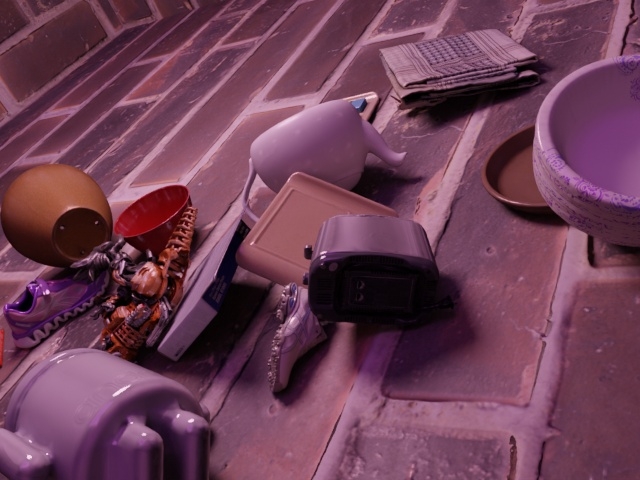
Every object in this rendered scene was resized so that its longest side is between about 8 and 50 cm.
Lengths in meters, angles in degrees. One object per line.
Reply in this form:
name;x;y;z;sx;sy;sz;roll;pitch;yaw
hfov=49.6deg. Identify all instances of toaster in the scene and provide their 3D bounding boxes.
toaster;0.087;0.040;1.056;0.227;0.129;0.146;2;33;0

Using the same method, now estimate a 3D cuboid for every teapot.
teapot;-0.009;-0.148;1.380;0.253;0.187;0.256;-24;0;-34

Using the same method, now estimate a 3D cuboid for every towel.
towel;0.306;-0.409;1.579;0.312;0.056;0.324;-9;34;-1

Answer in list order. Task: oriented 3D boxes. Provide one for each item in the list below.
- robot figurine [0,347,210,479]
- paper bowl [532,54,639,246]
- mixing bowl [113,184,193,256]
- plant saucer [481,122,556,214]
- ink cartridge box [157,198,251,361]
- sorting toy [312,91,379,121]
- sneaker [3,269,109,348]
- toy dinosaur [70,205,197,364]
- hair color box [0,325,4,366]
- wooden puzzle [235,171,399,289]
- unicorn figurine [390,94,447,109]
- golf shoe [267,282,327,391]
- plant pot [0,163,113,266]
robot figurine;-0.299;0.264;0.959;0.354;0.199;0.300;8;5;41
paper bowl;0.449;-0.116;0.984;0.284;0.148;0.284;-7;56;10
mixing bowl;-0.344;-0.030;1.509;0.182;0.098;0.181;-19;32;12
plant saucer;0.414;-0.130;1.178;0.278;0.041;0.277;-19;32;13
ink cartridge box;-0.184;0.068;1.202;0.224;0.045;0.223;-48;16;38
sorting toy;0.031;-0.291;1.678;0.193;0.038;0.208;-8;37;26
sneaker;-0.554;0.115;1.443;0.236;0.104;0.095;-40;33;-23
toy dinosaur;-0.317;0.090;1.270;0.218;0.164;0.322;21;55;44
hair color box;-0.703;0.226;1.443;0.072;0.043;0.141;-31;32;-7
wooden puzzle;0.000;0.000;1.204;0.221;0.044;0.238;23;50;9
unicorn figurine;0.231;-0.336;1.595;0.111;0.060;0.162;-14;17;18
golf shoe;-0.031;0.151;1.063;0.086;0.069;0.176;15;62;-7
plant pot;-0.550;-0.038;1.507;0.237;0.237;0.254;-39;28;-19
